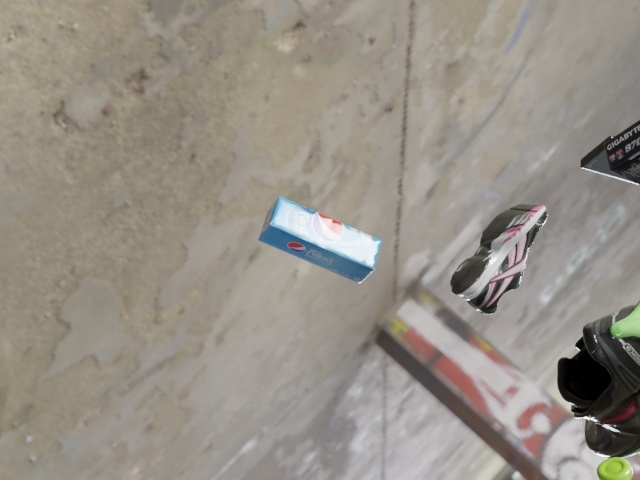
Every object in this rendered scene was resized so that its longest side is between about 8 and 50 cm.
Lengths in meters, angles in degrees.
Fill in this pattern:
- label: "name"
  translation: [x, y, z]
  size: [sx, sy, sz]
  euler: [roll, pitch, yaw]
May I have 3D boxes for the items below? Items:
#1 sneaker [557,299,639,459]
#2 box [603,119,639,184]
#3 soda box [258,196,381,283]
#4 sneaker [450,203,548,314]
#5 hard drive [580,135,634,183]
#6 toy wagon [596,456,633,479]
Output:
- label: "sneaker"
  translation: [0.539, 0.265, 1.996]
  size: [0.202, 0.185, 0.483]
  euler: [-9, 141, 0]
- label: "box"
  translation: [0.538, -0.126, 1.489]
  size: [0.220, 0.051, 0.175]
  euler: [18, 142, -32]
- label: "soda box"
  translation: [0.000, 0.000, 1.925]
  size: [0.071, 0.210, 0.067]
  euler: [132, -22, -58]
- label: "sneaker"
  translation: [0.255, 0.027, 1.464]
  size: [0.178, 0.072, 0.077]
  euler: [-47, 116, -11]
- label: "hard drive"
  translation: [0.541, -0.140, 1.864]
  size: [0.094, 0.135, 0.022]
  euler: [132, -32, -58]
- label: "toy wagon"
  translation: [0.525, 0.522, 1.684]
  size: [0.068, 0.267, 0.344]
  euler: [-21, -157, 7]
